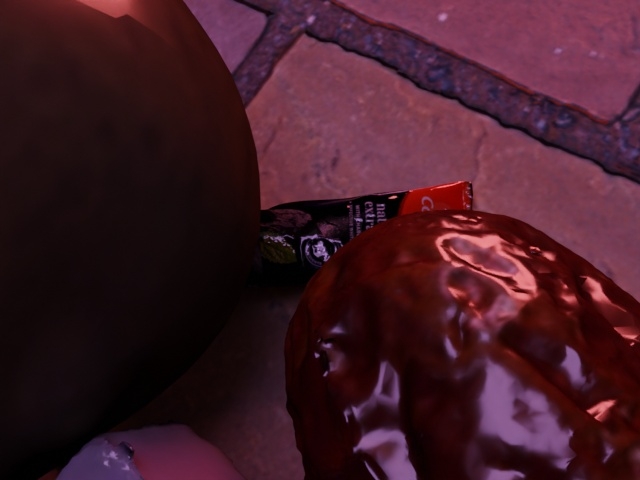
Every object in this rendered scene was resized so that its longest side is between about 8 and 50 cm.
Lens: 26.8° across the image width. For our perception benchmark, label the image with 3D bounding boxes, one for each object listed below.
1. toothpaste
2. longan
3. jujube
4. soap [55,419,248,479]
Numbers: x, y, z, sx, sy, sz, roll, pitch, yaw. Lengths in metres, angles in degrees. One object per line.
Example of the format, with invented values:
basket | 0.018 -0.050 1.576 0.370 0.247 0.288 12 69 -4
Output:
toothpaste | 0.000 0.000 0.829 0.194 0.045 0.071 -4 64 8
longan | -0.206 -0.012 0.676 0.361 0.361 0.360 -7 61 12
jujube | 0.099 0.118 0.648 0.197 0.197 0.290 -35 74 -5
soap | -0.060 0.279 0.600 0.296 0.107 0.285 38 99 25
